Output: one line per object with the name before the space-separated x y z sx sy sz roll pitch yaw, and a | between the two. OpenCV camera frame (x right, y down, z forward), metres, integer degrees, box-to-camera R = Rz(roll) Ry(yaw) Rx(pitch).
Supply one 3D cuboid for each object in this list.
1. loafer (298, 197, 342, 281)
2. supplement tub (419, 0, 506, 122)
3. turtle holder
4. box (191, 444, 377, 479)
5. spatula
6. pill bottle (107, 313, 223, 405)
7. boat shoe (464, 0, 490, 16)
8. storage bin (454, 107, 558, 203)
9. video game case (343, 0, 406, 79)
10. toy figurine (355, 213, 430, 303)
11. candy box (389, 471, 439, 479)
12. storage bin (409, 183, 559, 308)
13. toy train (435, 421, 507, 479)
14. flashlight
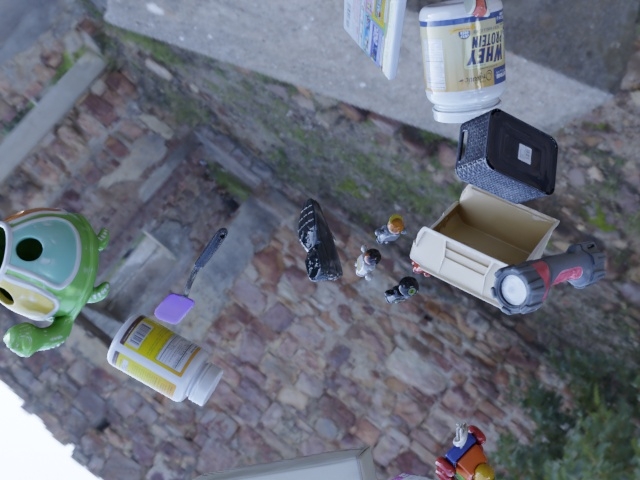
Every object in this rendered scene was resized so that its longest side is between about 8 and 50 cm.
loafer | 0.000 0.000 1.257 0.061 0.170 0.062 6 155 -34
supplement tub | 0.403 -0.508 1.854 0.228 0.228 0.317 24 130 54
turtle holder | -0.642 0.079 1.484 0.243 0.321 0.227 19 179 36
box | -0.055 0.378 0.951 0.094 0.274 0.113 21 -123 -74
spatula | -0.323 0.090 1.681 0.084 0.297 0.030 27 -171 -39
pill bottle | -0.309 0.245 1.329 0.214 0.117 0.117 29 169 4
boat shoe | 0.307 -0.497 1.298 0.043 0.137 0.049 7 152 -13
storage bin | 0.353 -0.155 1.240 0.180 0.122 0.084 19 162 -26
video game case | 0.106 -0.465 1.330 0.193 0.023 0.212 57 162 29
toy figurine | 0.223 0.057 1.909 0.209 0.213 0.148 42 156 2
candy box | 0.169 0.566 1.395 0.071 0.159 0.233 66 161 7
storage bin | 0.392 0.002 1.585 0.260 0.262 0.123 27 131 23
toy train | 0.296 0.422 1.206 0.143 0.105 0.248 42 165 27
flashlight | 0.484 0.080 1.363 0.103 0.303 0.103 57 135 29
